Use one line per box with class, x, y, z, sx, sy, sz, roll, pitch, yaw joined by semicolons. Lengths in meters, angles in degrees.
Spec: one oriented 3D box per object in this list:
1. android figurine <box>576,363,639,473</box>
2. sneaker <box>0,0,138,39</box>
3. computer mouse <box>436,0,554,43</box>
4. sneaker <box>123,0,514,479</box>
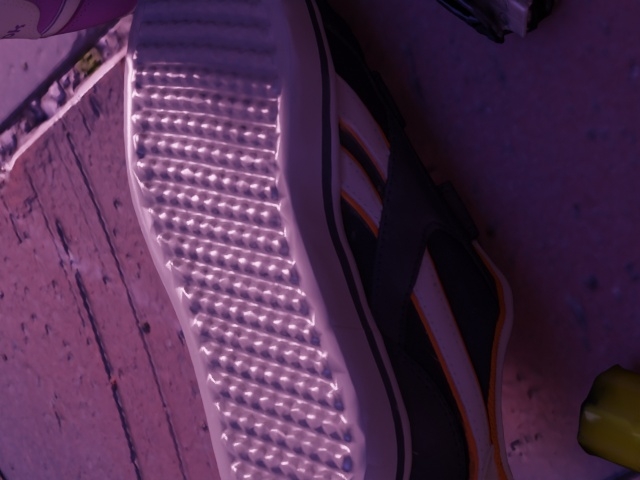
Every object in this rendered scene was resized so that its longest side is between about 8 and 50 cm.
android figurine;0.224;0.152;0.777;0.273;0.056;0.248;23;120;35
sneaker;-0.136;-0.227;0.872;0.102;0.161;0.282;17;115;38
computer mouse;0.055;-0.225;0.766;0.188;0.072;0.272;42;129;22
sneaker;0.000;0.000;0.878;0.126;0.127;0.321;-34;58;37
